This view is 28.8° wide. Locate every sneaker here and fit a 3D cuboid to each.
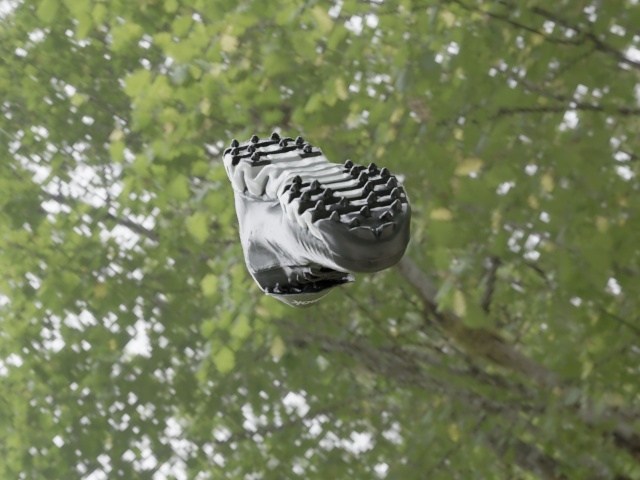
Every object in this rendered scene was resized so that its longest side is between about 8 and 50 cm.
[{"bbox_3d":[0.000,0.000,0.814,0.078,0.234,0.106,-11,-72,-20],"label":"sneaker"}]
